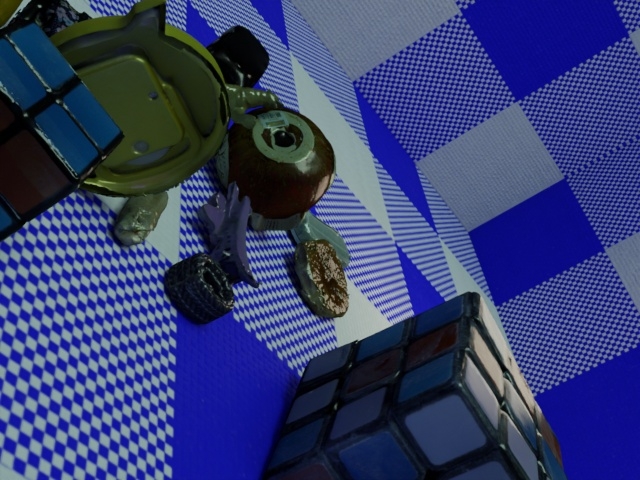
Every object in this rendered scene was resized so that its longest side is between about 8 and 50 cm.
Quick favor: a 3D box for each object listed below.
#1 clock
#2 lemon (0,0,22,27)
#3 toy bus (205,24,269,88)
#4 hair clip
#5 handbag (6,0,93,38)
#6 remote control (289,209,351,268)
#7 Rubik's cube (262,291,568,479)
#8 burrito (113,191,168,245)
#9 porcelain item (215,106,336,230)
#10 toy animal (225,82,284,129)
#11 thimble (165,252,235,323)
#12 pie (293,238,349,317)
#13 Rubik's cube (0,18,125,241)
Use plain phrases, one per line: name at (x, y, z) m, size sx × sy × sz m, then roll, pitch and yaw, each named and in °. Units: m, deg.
clock at (-0.264, -0.183, 1.159) m, size 0.293 × 0.277 × 0.071 m, roll 77°, pitch -3°, yaw -48°
lemon at (-0.445, -0.336, 0.924) m, size 0.297 × 0.297 × 0.297 m, roll 51°, pitch 19°, yaw -25°
toy bus at (-0.206, -0.361, 1.839) m, size 0.127 × 0.147 × 0.302 m, roll 54°, pitch 16°, yaw -17°
hair clip at (-0.162, -0.001, 1.490) m, size 0.137 × 0.090 × 0.278 m, roll 54°, pitch 14°, yaw -32°
handbag at (-0.364, -0.254, 1.264) m, size 0.208 × 0.127 × 0.228 m, roll 48°, pitch 28°, yaw -34°
remote control at (0.000, 0.000, 1.984) m, size 0.247 × 0.052 × 0.104 m, roll 34°, pitch 35°, yaw -57°
Rubik's cube at (0.170, 0.346, 1.368) m, size 0.362 × 0.363 × 0.359 m, roll 60°, pitch 21°, yaw -10°
burrito at (-0.268, -0.044, 1.315) m, size 0.058 × 0.045 × 0.188 m, roll 60°, pitch 14°, yaw -21°
porcelain item at (-0.096, -0.137, 1.744) m, size 0.253 × 0.253 × 0.253 m, roll 51°, pitch 19°, yaw -25°
toy animal at (-0.188, -0.259, 1.657) m, size 0.101 × 0.219 × 0.103 m, roll -45°, pitch 125°, yaw -69°
thimble at (-0.183, 0.073, 1.329) m, size 0.104 × 0.066 × 0.095 m, roll 47°, pitch 22°, yaw -43°
pie at (0.006, 0.083, 1.835) m, size 0.195 × 0.046 × 0.195 m, roll 46°, pitch 34°, yaw -44°
Rubik's cube at (-0.357, -0.115, 0.960) m, size 0.183 × 0.180 × 0.167 m, roll 52°, pitch 19°, yaw -16°
